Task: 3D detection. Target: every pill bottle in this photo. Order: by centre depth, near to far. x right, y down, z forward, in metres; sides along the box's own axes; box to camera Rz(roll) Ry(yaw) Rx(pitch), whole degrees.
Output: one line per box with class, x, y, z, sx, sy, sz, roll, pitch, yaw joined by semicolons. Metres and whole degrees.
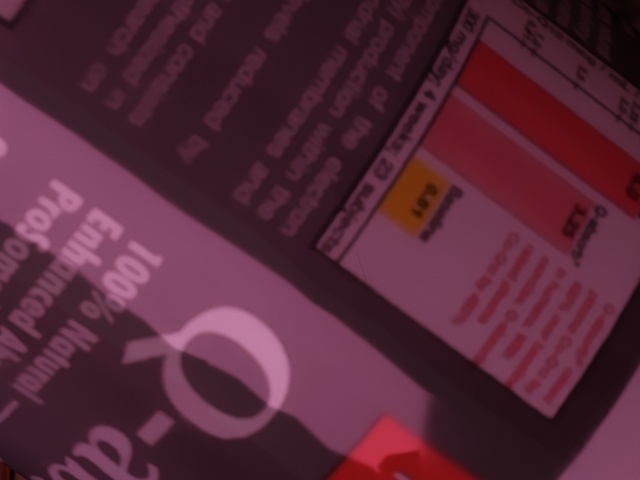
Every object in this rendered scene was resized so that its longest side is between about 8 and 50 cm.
pill bottle;0.000;0.000;0.556;0.363;0.210;0.210;36;121;-10

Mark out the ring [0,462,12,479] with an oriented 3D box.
ring;-0.289;0.067;0.764;0.336;0.032;0.337;6;122;9
